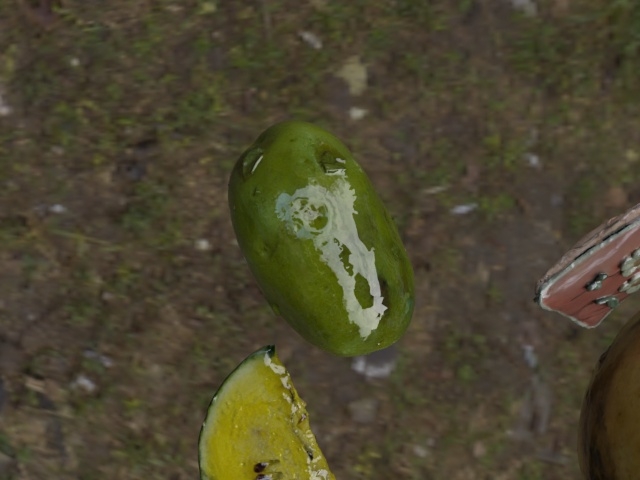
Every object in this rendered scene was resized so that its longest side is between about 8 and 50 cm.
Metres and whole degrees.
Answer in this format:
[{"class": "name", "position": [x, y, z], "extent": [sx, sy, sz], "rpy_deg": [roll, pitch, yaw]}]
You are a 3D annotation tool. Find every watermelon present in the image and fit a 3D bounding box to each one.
[{"class": "watermelon", "position": [-0.030, 0.240, 1.628], "extent": [0.123, 0.129, 0.301], "rpy_deg": [-35, 107, -39]}]

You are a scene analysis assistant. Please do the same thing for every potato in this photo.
[{"class": "potato", "position": [0.000, 0.000, 1.721], "extent": [0.149, 0.186, 0.253], "rpy_deg": [-24, 74, 8]}]

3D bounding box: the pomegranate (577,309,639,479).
[{"class": "pomegranate", "position": [0.364, 0.175, 1.363], "extent": [0.322, 0.322, 0.322], "rpy_deg": [-2, 93, -32]}]

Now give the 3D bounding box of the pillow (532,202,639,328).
[{"class": "pillow", "position": [0.263, -0.015, 1.243], "extent": [0.043, 0.232, 0.126], "rpy_deg": [61, 18, 20]}]
